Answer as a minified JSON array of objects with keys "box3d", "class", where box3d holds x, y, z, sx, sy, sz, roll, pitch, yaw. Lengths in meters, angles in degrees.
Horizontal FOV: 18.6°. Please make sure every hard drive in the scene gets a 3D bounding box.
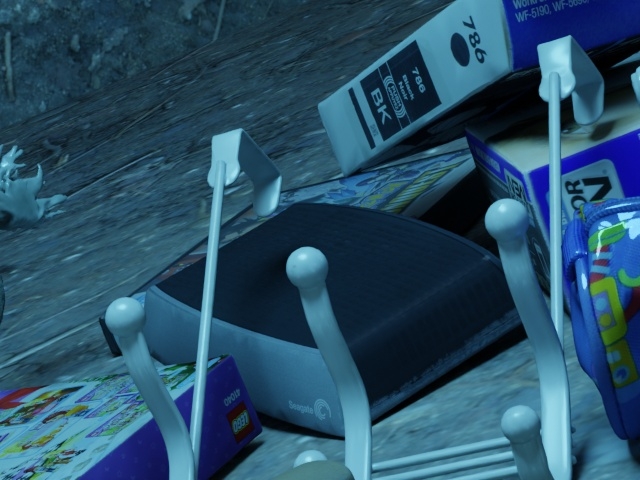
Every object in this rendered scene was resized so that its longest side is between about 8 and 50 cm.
[{"box3d":[0.001,0.040,1.230,0.172,0.054,0.255,-31,23,-24],"class":"hard drive"}]

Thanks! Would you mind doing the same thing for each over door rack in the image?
[{"box3d":[0.018,0.014,1.045,0.239,0.108,0.324,-14,39,23],"class":"over door rack"}]

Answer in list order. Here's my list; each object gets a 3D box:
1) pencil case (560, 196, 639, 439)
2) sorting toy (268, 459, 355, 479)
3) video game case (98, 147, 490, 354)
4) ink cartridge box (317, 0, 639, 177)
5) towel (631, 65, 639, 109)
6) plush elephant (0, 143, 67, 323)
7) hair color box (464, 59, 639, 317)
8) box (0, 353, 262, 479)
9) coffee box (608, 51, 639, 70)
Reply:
[{"box3d":[0.262,-0.005,0.919,0.306,0.133,0.119,-19,26,12],"class":"pencil case"},{"box3d":[-0.085,0.159,0.836,0.208,0.038,0.193,-30,-6,7],"class":"sorting toy"},{"box3d":[0.000,0.000,1.501,0.248,0.035,0.275,-13,15,31],"class":"video game case"},{"box3d":[0.134,-0.128,1.258,0.165,0.065,0.333,-19,-6,-24],"class":"ink cartridge box"},{"box3d":[0.305,-0.061,0.981,0.285,0.209,0.034,-17,51,10],"class":"towel"},{"box3d":[-0.362,0.052,1.365,0.255,0.272,0.330,-21,11,37],"class":"plush elephant"},{"box3d":[0.277,-0.074,1.229,0.339,0.110,0.185,-23,14,-2],"class":"hair color box"},{"box3d":[-0.192,0.161,1.088,0.201,0.057,0.293,-11,17,37],"class":"box"},{"box3d":[0.325,-0.248,1.829,0.297,0.119,0.168,-15,13,22],"class":"coffee box"}]
